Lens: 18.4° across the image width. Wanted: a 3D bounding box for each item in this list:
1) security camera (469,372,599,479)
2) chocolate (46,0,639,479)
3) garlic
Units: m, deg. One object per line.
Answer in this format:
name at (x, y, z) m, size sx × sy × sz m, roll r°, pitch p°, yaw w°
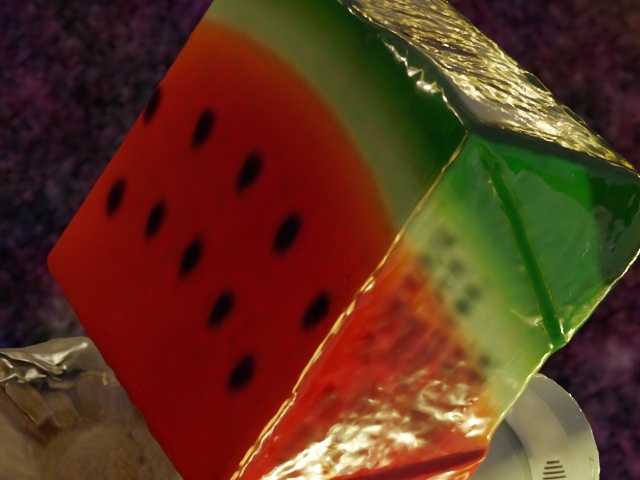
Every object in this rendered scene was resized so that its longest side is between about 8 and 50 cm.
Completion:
security camera at (0.149, 0.249, 2.057) m, size 0.236 × 0.194 × 0.194 m, roll -19°, pitch 76°, yaw -40°
chocolate at (0.000, 0.000, 1.324) m, size 0.161 × 0.341 × 0.360 m, roll 23°, pitch 17°, yaw -39°
garlic at (-0.212, 0.236, 1.697) m, size 0.322 × 0.322 × 0.241 m, roll 56°, pitch -2°, yaw 0°
